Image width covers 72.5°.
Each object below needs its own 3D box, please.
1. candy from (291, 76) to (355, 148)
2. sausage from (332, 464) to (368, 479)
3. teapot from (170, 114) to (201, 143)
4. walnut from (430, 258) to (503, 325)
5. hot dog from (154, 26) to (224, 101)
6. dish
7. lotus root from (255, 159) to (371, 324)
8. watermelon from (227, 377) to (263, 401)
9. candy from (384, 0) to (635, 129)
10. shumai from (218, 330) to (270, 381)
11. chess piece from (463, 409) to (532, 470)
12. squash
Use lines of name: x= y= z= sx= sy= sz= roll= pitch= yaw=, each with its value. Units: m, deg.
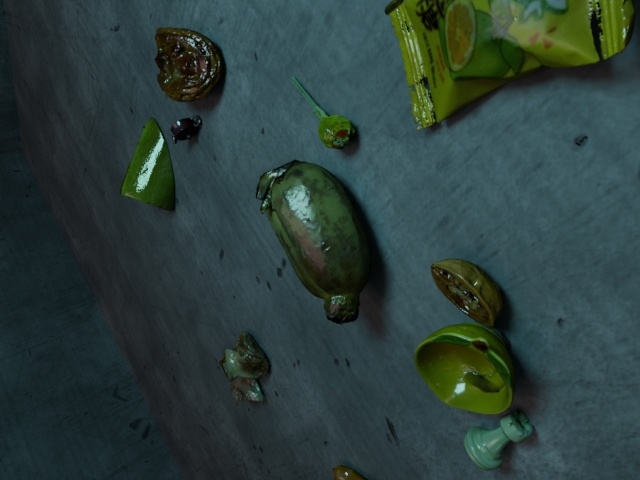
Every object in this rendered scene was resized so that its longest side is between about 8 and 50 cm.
candy: x=-0.005 y=-0.234 z=0.776 sx=0.194 sy=0.062 sz=0.058 roll=57 pitch=139 yaw=28
sausage: x=0.097 y=0.597 z=1.045 sx=0.183 sy=0.054 sz=0.062 roll=4 pitch=79 yaw=50
teapot: x=-0.346 y=-0.285 z=1.130 sx=0.100 sy=0.068 sz=0.045 roll=-30 pitch=87 yaw=17
walnut: x=0.222 y=0.067 z=0.644 sx=0.121 sy=0.052 sz=0.091 roll=48 pitch=164 yaw=15
hot dog: x=-0.315 y=-0.407 z=1.010 sx=0.227 sy=0.099 sz=0.161 roll=16 pitch=120 yaw=42
dish: x=0.226 y=0.177 z=0.657 sx=0.148 sy=0.080 sz=0.208 roll=31 pitch=143 yaw=19
lotus root: x=0.000 y=0.000 z=0.795 sx=0.173 sy=0.173 sz=0.309 roll=-30 pitch=84 yaw=51
watermelon: x=-0.245 y=0.441 z=1.363 sx=0.155 sy=0.080 sz=0.101 roll=-3 pitch=96 yaw=66
candy: x=0.195 y=-0.254 z=0.506 sx=0.297 sy=0.081 sz=0.187 roll=-1 pitch=107 yaw=61
shumai: x=-0.226 y=0.350 z=1.250 sx=0.145 sy=0.116 sz=0.146 roll=22 pitch=122 yaw=41
chess piece: x=0.282 y=0.310 z=0.689 sx=0.067 sy=0.067 sz=0.103 roll=48 pitch=129 yaw=23
squash: x=-0.487 y=-0.230 z=1.355 sx=0.093 sy=0.169 sz=0.252 roll=20 pitch=89 yaw=39
